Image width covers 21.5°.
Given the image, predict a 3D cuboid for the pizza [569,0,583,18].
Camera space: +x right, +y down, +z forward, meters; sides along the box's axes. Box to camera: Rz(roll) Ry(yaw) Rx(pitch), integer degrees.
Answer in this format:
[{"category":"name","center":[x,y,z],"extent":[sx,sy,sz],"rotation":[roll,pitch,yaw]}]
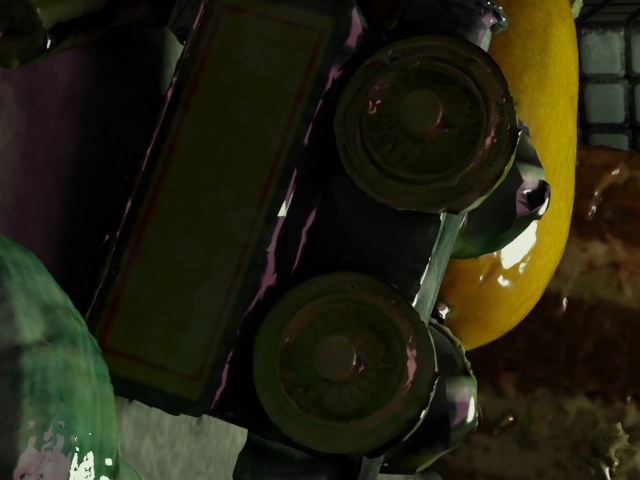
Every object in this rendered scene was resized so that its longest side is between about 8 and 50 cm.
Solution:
[{"category":"pizza","center":[0.174,-0.252,1.123],"extent":[0.262,0.034,0.181],"rotation":[82,-6,-50]}]

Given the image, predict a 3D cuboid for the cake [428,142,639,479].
[{"category":"cake","center":[0.246,0.071,1.316],"extent":[0.282,0.256,0.290],"rotation":[7,94,-68]}]

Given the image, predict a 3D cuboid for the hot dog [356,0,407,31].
[{"category":"hot dog","center":[0.067,-0.250,0.956],"extent":[0.326,0.107,0.194],"rotation":[-58,-170,6]}]

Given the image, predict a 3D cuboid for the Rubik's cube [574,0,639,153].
[{"category":"Rubik's cube","center":[0.332,-0.109,1.550],"extent":[0.237,0.238,0.237],"rotation":[-36,125,-63]}]

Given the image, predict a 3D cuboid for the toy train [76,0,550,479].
[{"category":"toy train","center":[0.000,0.000,0.794],"extent":[0.134,0.177,0.260],"rotation":[40,67,-70]}]

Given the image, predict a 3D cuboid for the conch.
[{"category":"conch","center":[-0.125,0.089,0.619],"extent":[0.176,0.122,0.188],"rotation":[-98,179,-54]}]

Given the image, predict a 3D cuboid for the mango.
[{"category":"mango","center":[0.101,-0.082,1.122],"extent":[0.187,0.144,0.359],"rotation":[89,9,-55]}]

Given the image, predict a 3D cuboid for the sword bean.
[{"category":"sword bean","center":[-0.079,-0.118,0.808],"extent":[0.269,0.038,0.043],"rotation":[-28,131,-65]}]
